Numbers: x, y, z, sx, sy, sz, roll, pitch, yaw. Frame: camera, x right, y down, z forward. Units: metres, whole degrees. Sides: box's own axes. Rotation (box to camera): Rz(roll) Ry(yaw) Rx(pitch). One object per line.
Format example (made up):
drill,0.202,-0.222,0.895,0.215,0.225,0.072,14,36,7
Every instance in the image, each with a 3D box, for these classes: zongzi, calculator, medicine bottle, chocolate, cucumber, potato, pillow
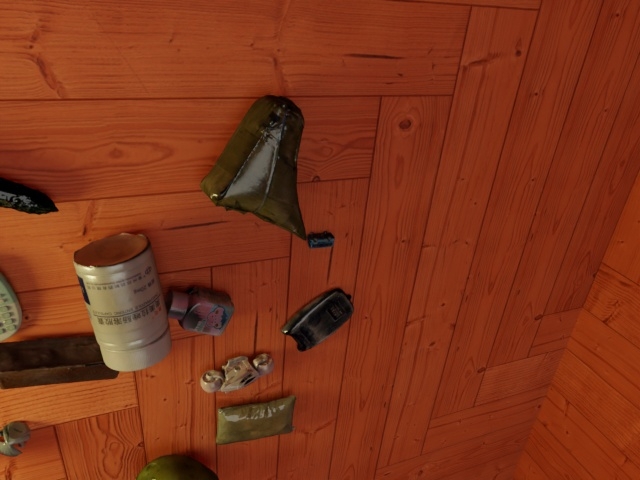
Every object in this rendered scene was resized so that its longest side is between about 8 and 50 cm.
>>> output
zongzi,-0.090,-0.181,1.347,0.360,0.160,0.323,29,104,-34
calculator,0.002,0.275,1.743,0.268,0.040,0.177,-40,129,-5
medicine bottle,-0.513,0.167,1.322,0.189,0.190,0.333,-13,118,-18
chocolate,-0.716,0.342,1.395,0.320,0.112,0.112,0,134,-26
medicine bottle,-0.366,0.205,1.488,0.187,0.094,0.119,18,110,-32
cucumber,-0.754,-0.118,1.134,0.299,0.072,0.072,15,111,-33
potato,-0.497,0.869,1.753,0.215,0.216,0.304,-42,125,3
calculator,-0.872,0.147,1.251,0.183,0.042,0.296,-18,127,-14
pillow,-0.231,0.660,1.835,0.302,0.075,0.185,-2,117,-21

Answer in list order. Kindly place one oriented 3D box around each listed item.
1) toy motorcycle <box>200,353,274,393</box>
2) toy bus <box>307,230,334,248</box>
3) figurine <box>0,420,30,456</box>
toy motorcycle,-0.272,0.452,1.672,0.254,0.112,0.113,-13,123,-19
toy bus,0.000,0.000,1.575,0.083,0.038,0.046,-5,123,-22
figurine,-0.917,0.592,1.482,0.094,0.082,0.086,30,122,-10
